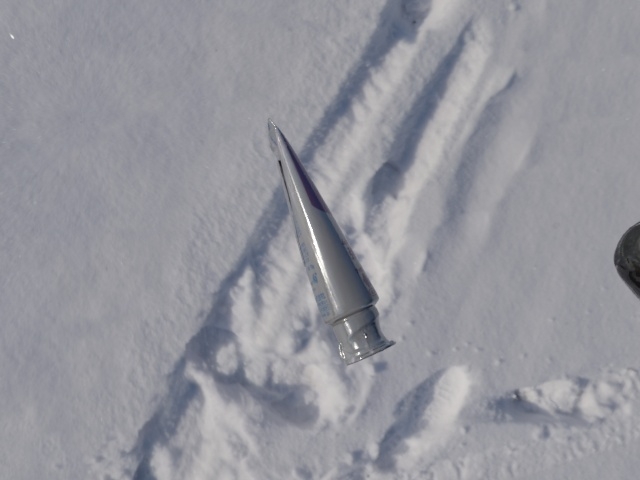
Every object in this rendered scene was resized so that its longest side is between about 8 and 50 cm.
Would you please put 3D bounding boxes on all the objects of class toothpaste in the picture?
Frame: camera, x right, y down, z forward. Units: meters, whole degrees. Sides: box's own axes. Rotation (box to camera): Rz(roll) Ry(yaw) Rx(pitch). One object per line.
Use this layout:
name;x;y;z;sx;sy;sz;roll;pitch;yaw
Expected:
toothpaste;0.000;0.000;0.750;0.073;0.114;0.299;-23;82;-5

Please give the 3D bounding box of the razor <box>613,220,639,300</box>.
razor;0.497;0.095;0.680;0.349;0.204;0.113;24;117;-16
